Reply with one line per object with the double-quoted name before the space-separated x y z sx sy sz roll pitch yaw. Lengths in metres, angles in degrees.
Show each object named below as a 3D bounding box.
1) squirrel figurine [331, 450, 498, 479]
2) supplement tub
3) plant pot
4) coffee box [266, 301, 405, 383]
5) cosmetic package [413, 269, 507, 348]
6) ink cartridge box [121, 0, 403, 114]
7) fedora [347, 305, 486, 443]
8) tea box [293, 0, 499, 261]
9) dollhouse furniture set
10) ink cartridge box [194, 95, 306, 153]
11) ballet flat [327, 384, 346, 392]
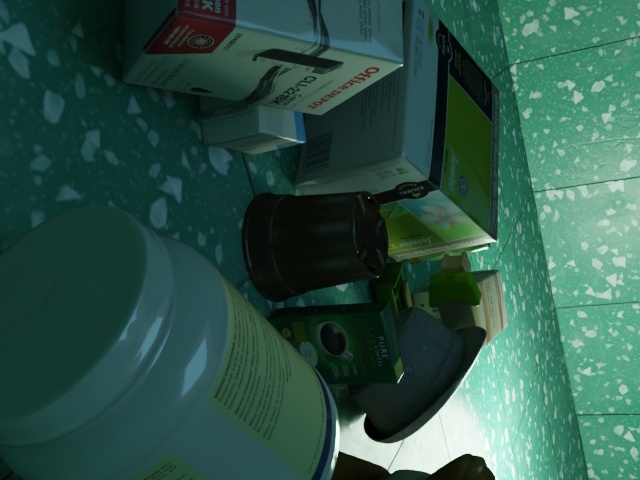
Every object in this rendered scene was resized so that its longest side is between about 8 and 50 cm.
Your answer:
"squirrel figurine" 0.124 0.552 1.111 0.397 0.281 0.370 59 42 -35
"supplement tub" -0.146 0.141 0.705 0.325 0.236 0.235 53 39 -45
"plant pot" 0.000 0.000 1.111 0.167 0.165 0.166 26 60 -58
"coffee box" 0.022 0.148 1.092 0.040 0.184 0.113 -40 119 -58
"cosmetic package" 0.328 0.162 1.758 0.296 0.129 0.153 -17 97 -64
"ink cartridge box" -0.068 -0.242 0.879 0.273 0.197 0.114 3 79 -29
"fedora" 0.144 0.210 1.316 0.124 0.244 0.275 45 69 -10
"tea box" 0.149 -0.184 1.342 0.324 0.220 0.328 34 54 -42
"dollhouse furniture set" 0.250 0.070 1.545 0.301 0.198 0.151 -59 138 -55
"ink cartridge box" -0.097 -0.176 1.044 0.143 0.092 0.089 1 81 -63
"ballet flat" 0.048 0.185 1.266 0.073 0.067 0.206 69 29 -23
